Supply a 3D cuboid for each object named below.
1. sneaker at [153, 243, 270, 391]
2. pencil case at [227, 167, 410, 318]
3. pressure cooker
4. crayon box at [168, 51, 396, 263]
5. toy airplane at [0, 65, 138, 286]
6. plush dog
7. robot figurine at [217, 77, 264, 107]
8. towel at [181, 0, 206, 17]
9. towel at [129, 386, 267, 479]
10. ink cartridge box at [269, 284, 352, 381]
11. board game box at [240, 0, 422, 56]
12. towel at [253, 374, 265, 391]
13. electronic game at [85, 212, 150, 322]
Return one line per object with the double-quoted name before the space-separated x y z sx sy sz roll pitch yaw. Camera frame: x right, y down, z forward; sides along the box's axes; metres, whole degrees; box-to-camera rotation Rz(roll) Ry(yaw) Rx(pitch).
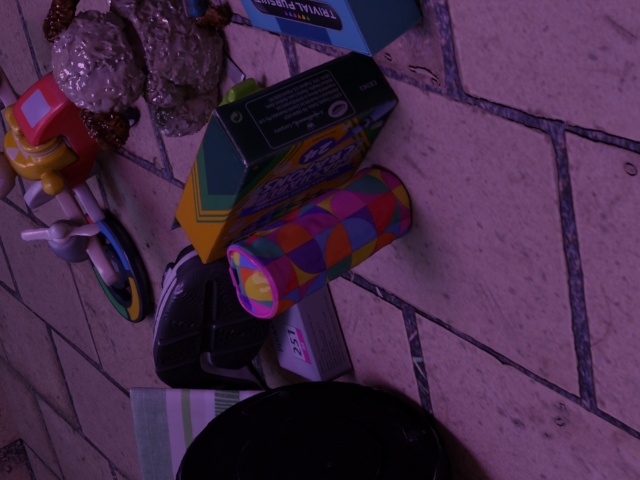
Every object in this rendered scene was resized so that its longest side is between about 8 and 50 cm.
"sneaker" -0.187 0.085 2.069 0.447 0.169 0.257 92 160 -57
"pencil case" 0.000 0.000 1.646 0.104 0.236 0.104 33 139 35
"pressure cooker" 0.000 0.446 1.881 0.370 0.376 0.420 32 139 45
"crayon box" -0.054 -0.084 1.696 0.083 0.203 0.323 58 155 13
"toy airplane" -0.478 -0.138 2.397 0.386 0.272 0.384 30 139 51
"plush dog" -0.251 -0.249 1.901 0.211 0.225 0.262 -5 108 64
"robot figurine" -0.098 -0.160 1.872 0.101 0.067 0.115 41 148 26
"towel" -0.210 -0.479 1.724 0.271 0.040 0.370 -114 10 -63
"towel" -0.104 0.295 2.062 0.038 0.325 0.247 -89 -1 -47
"ink cartridge box" -0.071 0.052 2.032 0.239 0.060 0.275 14 126 58
"board game box" -0.052 -0.370 1.490 0.254 0.079 0.336 25 148 54
"towel" -0.167 0.225 2.394 0.282 0.049 0.187 56 153 20
"electronic game" -0.387 0.049 2.660 0.229 0.048 0.229 45 149 36
